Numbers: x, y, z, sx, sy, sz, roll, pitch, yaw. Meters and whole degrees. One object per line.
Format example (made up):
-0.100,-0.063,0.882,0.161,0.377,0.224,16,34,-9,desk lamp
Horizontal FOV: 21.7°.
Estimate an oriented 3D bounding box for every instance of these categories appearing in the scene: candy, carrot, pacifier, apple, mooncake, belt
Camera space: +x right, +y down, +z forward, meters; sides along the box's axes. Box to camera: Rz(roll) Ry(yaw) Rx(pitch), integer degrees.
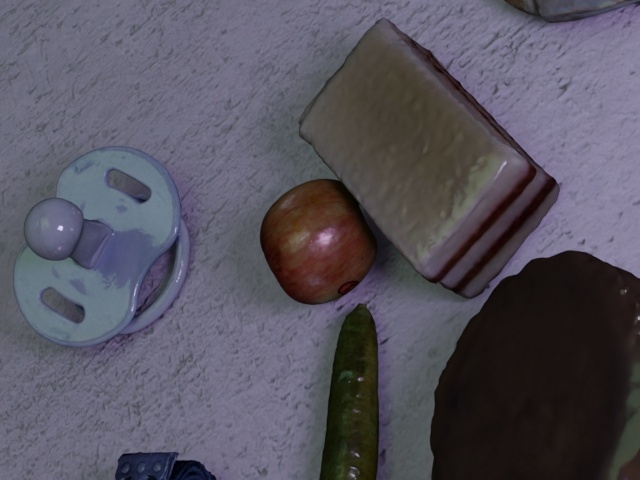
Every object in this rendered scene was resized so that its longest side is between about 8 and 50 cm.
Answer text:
0.120,-0.100,1.968,0.179,0.135,0.320,-49,47,13,candy
0.034,0.240,1.931,0.074,0.074,0.358,-11,61,36,carrot
-0.311,0.007,2.222,0.238,0.226,0.287,32,94,25,pacifier
0.000,0.000,2.017,0.131,0.146,0.146,-30,53,9,apple
0.268,0.181,1.652,0.324,0.187,0.324,-31,49,44,mooncake
-0.209,0.373,2.033,0.128,0.122,0.218,-9,58,39,belt

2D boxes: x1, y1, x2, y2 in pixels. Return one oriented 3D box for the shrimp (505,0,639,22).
0.338,-0.360,1.953,0.360,0.085,0.247,18,76,47,shrimp
